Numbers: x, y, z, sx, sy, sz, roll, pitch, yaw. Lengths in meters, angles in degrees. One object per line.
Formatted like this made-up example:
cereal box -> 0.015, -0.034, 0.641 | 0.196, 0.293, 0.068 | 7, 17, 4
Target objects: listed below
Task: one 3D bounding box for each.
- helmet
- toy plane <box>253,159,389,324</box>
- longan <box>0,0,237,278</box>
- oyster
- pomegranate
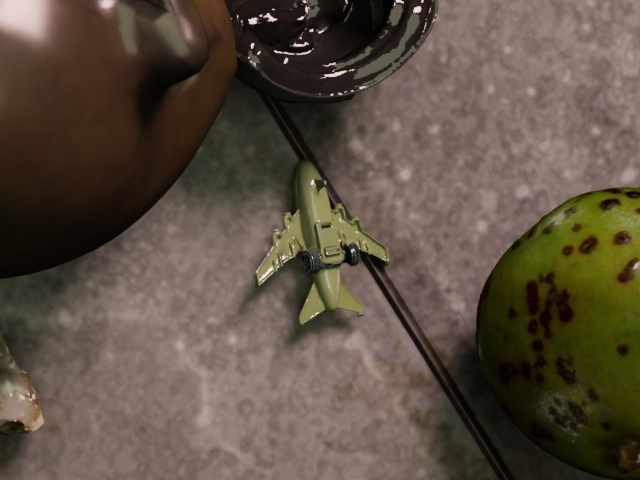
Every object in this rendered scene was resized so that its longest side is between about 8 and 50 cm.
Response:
helmet -> -0.014, -0.165, 1.260 | 0.153, 0.107, 0.177 | -16, 76, -13
toy plane -> 0.000, 0.000, 1.296 | 0.102, 0.040, 0.111 | -10, 95, -31
longan -> -0.188, -0.100, 1.123 | 0.300, 0.300, 0.243 | -20, 98, -11
oyster -> -0.251, 0.078, 1.233 | 0.148, 0.051, 0.103 | 55, 39, 5
pomegranate -> 0.215, 0.044, 1.276 | 0.211, 0.211, 0.263 | 27, 51, -11
